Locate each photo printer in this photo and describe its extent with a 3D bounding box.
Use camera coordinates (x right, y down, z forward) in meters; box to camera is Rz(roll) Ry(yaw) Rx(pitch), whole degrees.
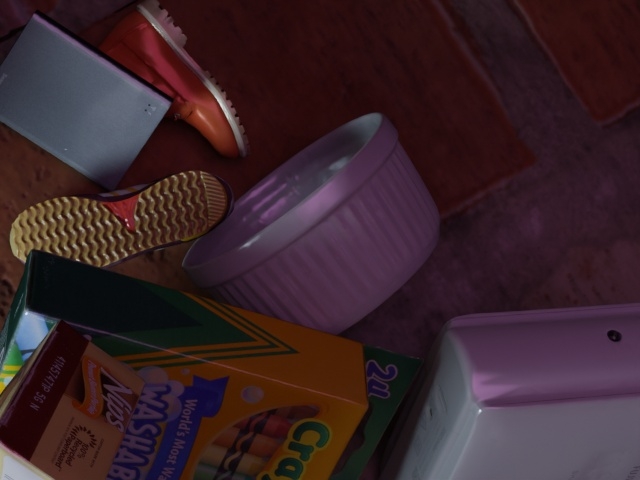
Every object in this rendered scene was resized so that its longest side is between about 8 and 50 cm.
[{"bbox_3d":[0.222,0.154,1.610,0.307,0.256,0.107,-3,53,-19],"label":"photo printer"}]

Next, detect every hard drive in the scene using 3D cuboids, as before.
[{"bbox_3d":[-0.203,-0.115,1.621,0.135,0.022,0.094,33,106,-9],"label":"hard drive"}]

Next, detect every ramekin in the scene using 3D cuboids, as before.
[{"bbox_3d":[0.000,0.000,1.597,0.207,0.207,0.109,-41,102,-21],"label":"ramekin"}]

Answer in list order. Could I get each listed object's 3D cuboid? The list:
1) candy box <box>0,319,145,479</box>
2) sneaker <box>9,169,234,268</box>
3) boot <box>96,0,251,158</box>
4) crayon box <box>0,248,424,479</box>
[{"bbox_3d":[-0.259,0.224,1.388,0.087,0.183,0.316,37,112,-8],"label":"candy box"},{"bbox_3d":[-0.161,-0.012,1.619,0.185,0.084,0.069,-11,87,6],"label":"sneaker"},{"bbox_3d":[-0.127,-0.120,1.659,0.084,0.059,0.158,-39,93,-8],"label":"boot"},{"bbox_3d":[-0.101,0.146,1.528,0.323,0.203,0.083,16,35,-15],"label":"crayon box"}]
